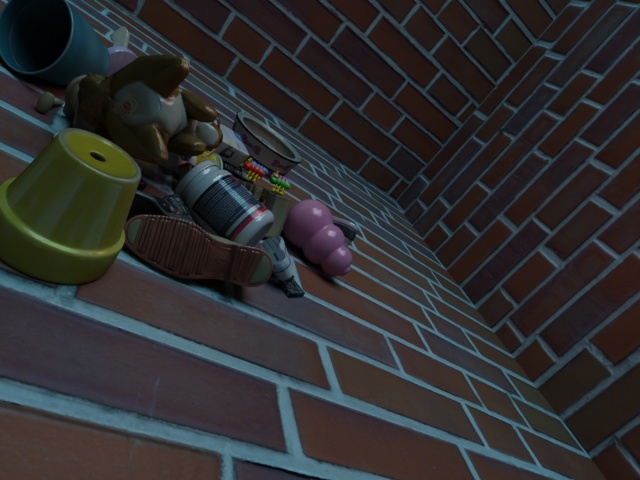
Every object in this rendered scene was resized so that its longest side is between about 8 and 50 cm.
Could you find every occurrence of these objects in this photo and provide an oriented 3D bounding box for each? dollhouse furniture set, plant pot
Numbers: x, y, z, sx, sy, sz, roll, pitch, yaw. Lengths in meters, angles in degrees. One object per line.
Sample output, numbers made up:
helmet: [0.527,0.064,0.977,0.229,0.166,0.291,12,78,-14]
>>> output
dollhouse furniture set: [-0.249,-0.125,1.775,0.242,0.161,0.212,25,7,34]
plant pot: [-0.495,-0.082,0.935,0.254,0.239,0.254,35,18,-13]
plant pot: [-0.850,-0.634,1.535,0.271,0.272,0.255,43,5,10]

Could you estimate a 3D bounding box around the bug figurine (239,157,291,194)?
bug figurine: [-0.219,-0.265,1.883,0.216,0.072,0.279,28,8,-7]

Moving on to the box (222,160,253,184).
box: [-0.370,-0.282,1.922,0.147,0.078,0.180,28,22,-34]

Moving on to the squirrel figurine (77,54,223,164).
squirrel figurine: [-0.491,-0.367,1.394,0.396,0.281,0.370,9,5,13]

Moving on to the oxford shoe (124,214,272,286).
oxford shoe: [-0.330,0.035,1.237,0.396,0.141,0.146,24,-7,-30]

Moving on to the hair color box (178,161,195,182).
hair color box: [-0.427,-0.209,1.598,0.141,0.043,0.072,31,50,-67]

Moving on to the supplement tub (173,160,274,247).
supplement tub: [-0.296,-0.095,1.434,0.272,0.191,0.191,44,18,4]

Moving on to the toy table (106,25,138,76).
toy table: [-0.810,-0.693,1.793,0.161,0.252,0.274,49,-19,5]

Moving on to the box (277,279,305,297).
box: [-0.096,0.157,1.529,0.067,0.018,0.083,49,20,25]

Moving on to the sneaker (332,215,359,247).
sneaker: [0.026,-0.056,2.143,0.321,0.128,0.126,23,-5,45]

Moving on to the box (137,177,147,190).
box: [-0.600,-0.200,1.346,0.116,0.029,0.162,49,21,22]

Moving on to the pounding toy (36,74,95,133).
pounding toy: [-0.731,-0.442,1.452,0.155,0.154,0.269,46,18,18]

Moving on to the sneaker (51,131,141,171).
sneaker: [-0.591,-0.224,1.241,0.237,0.086,0.085,32,24,-18]

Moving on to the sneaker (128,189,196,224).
sneaker: [-0.454,-0.091,1.295,0.227,0.087,0.130,28,20,-42]

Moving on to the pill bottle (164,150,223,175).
pill bottle: [-0.462,-0.280,1.670,0.118,0.118,0.208,48,20,24]

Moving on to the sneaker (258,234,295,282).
sneaker: [-0.147,0.064,1.564,0.258,0.094,0.091,-118,-175,-65]

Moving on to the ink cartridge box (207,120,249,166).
ink cartridge box: [-0.400,-0.395,1.821,0.231,0.078,0.134,22,34,-54]

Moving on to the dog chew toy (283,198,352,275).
dog chew toy: [0.000,0.000,1.831,0.332,0.206,0.206,52,20,9]

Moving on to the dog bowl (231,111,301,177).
dog bowl: [-0.304,-0.485,2.428,0.407,0.150,0.408,36,19,-14]
